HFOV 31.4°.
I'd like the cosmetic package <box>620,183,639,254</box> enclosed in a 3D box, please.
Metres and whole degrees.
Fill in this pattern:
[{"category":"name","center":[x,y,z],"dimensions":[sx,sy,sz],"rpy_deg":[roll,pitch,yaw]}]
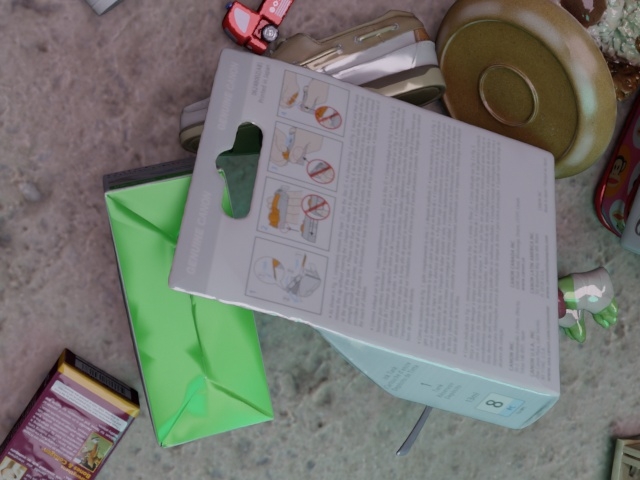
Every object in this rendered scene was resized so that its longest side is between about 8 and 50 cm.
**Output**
[{"category":"cosmetic package","center":[0.520,-0.162,1.199],"dimensions":[0.230,0.161,0.453],"rpy_deg":[15,97,-20]}]

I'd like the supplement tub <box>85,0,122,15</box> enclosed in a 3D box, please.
[{"category":"supplement tub","center":[-0.246,-0.305,1.229],"dimensions":[0.071,0.071,0.107],"rpy_deg":[-38,100,-4]}]

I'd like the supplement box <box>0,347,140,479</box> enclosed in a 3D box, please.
[{"category":"supplement box","center":[-0.297,0.232,1.281],"dimensions":[0.104,0.081,0.188],"rpy_deg":[34,90,-12]}]

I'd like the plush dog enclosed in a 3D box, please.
[{"category":"plush dog","center":[0.346,-0.292,1.297],"dimensions":[0.262,0.210,0.225],"rpy_deg":[-47,121,-6]}]

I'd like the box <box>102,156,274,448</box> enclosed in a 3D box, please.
[{"category":"box","center":[-0.150,0.054,1.208],"dimensions":[0.126,0.231,0.262],"rpy_deg":[-12,99,-9]}]

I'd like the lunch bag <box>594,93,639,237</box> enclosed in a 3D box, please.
[{"category":"lunch bag","center":[0.489,-0.048,1.364],"dimensions":[0.293,0.120,0.258],"rpy_deg":[22,93,-12]}]

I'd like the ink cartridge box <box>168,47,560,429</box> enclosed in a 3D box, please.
[{"category":"ink cartridge box","center":[0.051,-0.006,1.137],"dimensions":[0.385,0.091,0.308],"rpy_deg":[16,53,-12]}]

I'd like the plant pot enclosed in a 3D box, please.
[{"category":"plant pot","center":[0.213,-0.164,1.249],"dimensions":[0.032,0.236,0.236],"rpy_deg":[-38,103,-34]}]

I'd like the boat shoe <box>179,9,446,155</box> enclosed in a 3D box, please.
[{"category":"boat shoe","center":[-0.017,-0.175,1.275],"dimensions":[0.302,0.113,0.103],"rpy_deg":[-14,79,-6]}]

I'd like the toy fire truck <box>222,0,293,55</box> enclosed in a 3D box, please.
[{"category":"toy fire truck","center":[-0.073,-0.320,1.269],"dimensions":[0.135,0.047,0.192],"rpy_deg":[30,92,-12]}]

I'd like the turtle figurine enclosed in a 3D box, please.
[{"category":"turtle figurine","center":[0.198,0.124,1.301],"dimensions":[0.266,0.275,0.198],"rpy_deg":[-6,132,-13]}]

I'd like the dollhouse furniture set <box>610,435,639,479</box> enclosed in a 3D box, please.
[{"category":"dollhouse furniture set","center":[0.470,0.320,1.424],"dimensions":[0.183,0.129,0.129],"rpy_deg":[1,98,-40]}]
